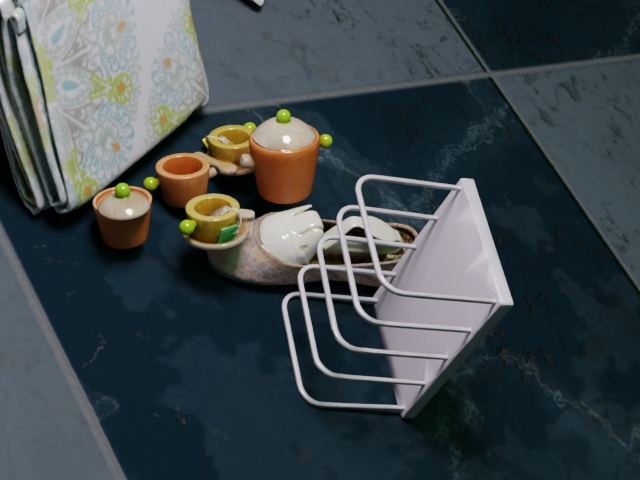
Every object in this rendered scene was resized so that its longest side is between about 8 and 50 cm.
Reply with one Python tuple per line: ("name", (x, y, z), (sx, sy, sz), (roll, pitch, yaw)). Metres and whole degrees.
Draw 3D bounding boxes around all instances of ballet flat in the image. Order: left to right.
("ballet flat", (0.000, 0.000, 1.823), (0.316, 0.106, 0.107), (2, 54, -31))

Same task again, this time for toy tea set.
("toy tea set", (-0.144, -0.093, 1.751), (0.200, 0.124, 0.336), (20, 37, 29))

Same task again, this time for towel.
("towel", (-0.287, -0.250, 1.728), (0.090, 0.320, 0.374), (11, 36, 27))

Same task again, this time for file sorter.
("file sorter", (0.082, 0.072, 1.698), (0.173, 0.277, 0.192), (5, 52, -24))

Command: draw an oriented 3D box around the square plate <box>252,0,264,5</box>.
("square plate", (-0.187, -0.590, 2.162), (0.344, 0.049, 0.347), (46, 36, -32))
